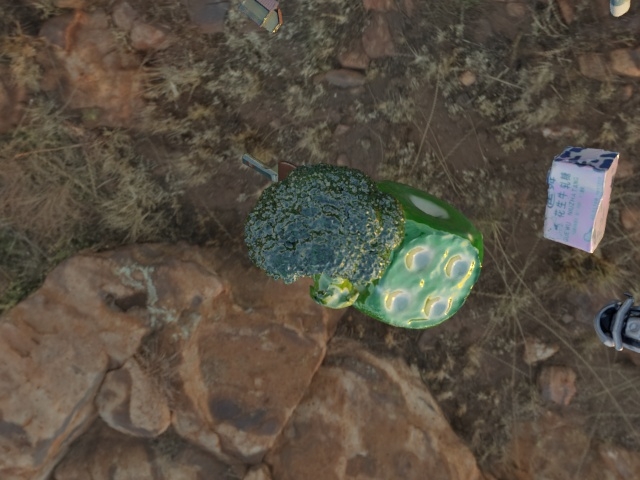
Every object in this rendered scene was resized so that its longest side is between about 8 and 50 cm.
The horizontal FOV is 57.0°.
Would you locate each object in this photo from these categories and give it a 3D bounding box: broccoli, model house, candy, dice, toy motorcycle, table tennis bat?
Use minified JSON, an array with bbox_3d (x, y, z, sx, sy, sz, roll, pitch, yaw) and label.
[{"bbox_3d":[0.000,0.000,1.097,0.298,0.297,0.297,4,128,4],"label":"broccoli"},{"bbox_3d":[-0.107,-0.439,1.120,0.083,0.057,0.058,35,113,-12],"label":"model house"},{"bbox_3d":[0.425,-0.070,0.972,0.092,0.073,0.160,21,131,35],"label":"candy"},{"bbox_3d":[0.214,0.037,1.518,0.297,0.287,0.300,13,113,-29],"label":"dice"},{"bbox_3d":[0.461,0.123,0.789,0.123,0.215,0.080,16,86,-25],"label":"toy motorcycle"},{"bbox_3d":[-0.085,-0.139,1.427,0.274,0.021,0.154,33,146,22],"label":"table tennis bat"}]

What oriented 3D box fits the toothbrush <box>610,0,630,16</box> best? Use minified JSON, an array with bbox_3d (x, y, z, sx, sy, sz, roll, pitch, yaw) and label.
[{"bbox_3d":[0.254,-0.253,0.497,0.019,0.276,0.025,-31,75,20],"label":"toothbrush"}]
